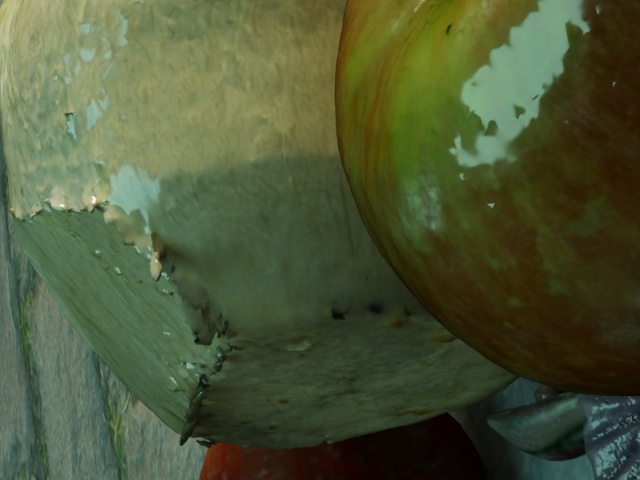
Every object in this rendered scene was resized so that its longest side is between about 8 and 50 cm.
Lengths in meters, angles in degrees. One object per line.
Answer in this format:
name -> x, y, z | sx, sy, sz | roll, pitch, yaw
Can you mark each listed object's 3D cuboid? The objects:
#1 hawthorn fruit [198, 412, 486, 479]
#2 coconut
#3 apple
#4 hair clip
hawthorn fruit -> 0.013, 0.172, 1.307 | 0.205, 0.205, 0.253 | 112, 156, -50
coconut -> -0.019, -0.076, 1.128 | 0.346, 0.346, 0.360 | 127, 139, -61
apple -> 0.155, -0.084, 0.829 | 0.309, 0.250, 0.277 | -50, 29, 34
hair clip -> 0.168, 0.086, 1.037 | 0.300, 0.069, 0.173 | 154, 110, -68
